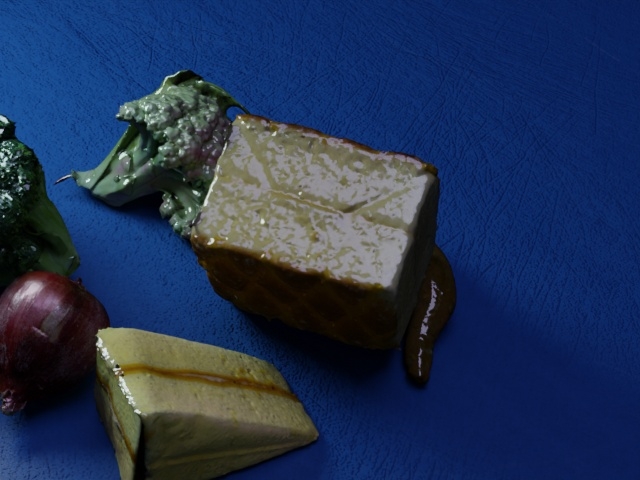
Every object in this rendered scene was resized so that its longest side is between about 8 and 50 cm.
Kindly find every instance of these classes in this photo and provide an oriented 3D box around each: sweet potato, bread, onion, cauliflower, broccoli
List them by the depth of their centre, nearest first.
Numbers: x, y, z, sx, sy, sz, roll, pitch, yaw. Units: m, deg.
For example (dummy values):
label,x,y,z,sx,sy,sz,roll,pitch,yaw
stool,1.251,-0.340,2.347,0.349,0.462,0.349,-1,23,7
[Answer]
label,x,y,z,sx,sy,sz,roll,pitch,yaw
bread,-0.138,0.181,1.471,0.264,0.163,0.168,-16,46,-26
onion,-0.356,0.135,1.502,0.159,0.159,0.195,19,61,12
bread,0.000,0.000,1.573,0.279,0.279,0.207,17,70,9
broccoli,-0.464,-0.019,1.594,0.275,0.308,0.308,45,34,-26
sweet potato,0.139,0.061,1.720,0.108,0.079,0.346,-23,45,8
cauliflower,-0.246,-0.121,1.797,0.315,0.239,0.256,-25,27,13
